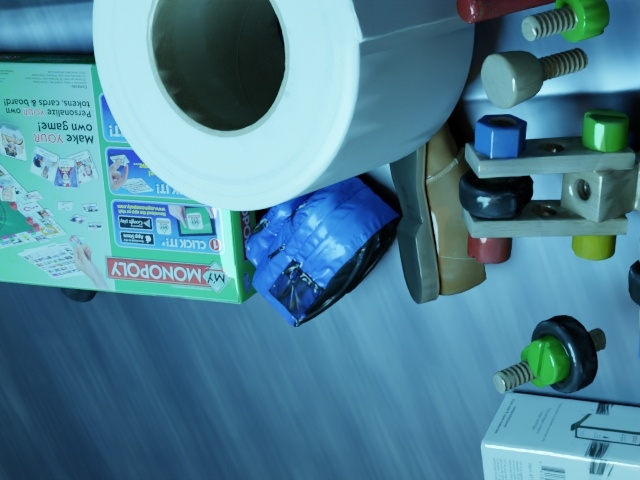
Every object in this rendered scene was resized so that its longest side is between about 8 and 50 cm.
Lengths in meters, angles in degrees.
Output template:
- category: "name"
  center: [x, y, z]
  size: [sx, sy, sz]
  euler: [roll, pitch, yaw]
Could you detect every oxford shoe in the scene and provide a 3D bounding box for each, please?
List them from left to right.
- category: "oxford shoe"
  center: [0.100, -0.057, 1.347]
  size: [0.076, 0.076, 0.212]
  euler: [-11, 109, -11]

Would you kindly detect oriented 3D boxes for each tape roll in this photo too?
- category: "tape roll"
  center: [-0.028, -0.158, 1.238]
  size: [0.246, 0.169, 0.246]
  euler: [11, 109, 33]

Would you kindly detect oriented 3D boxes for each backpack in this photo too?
- category: "backpack"
  center: [0.000, 0.000, 1.403]
  size: [0.101, 0.098, 0.120]
  euler: [44, 129, 1]

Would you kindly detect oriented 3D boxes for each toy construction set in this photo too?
- category: "toy construction set"
  center: [0.248, -0.062, 1.212]
  size: [0.257, 0.237, 0.309]
  euler: [-8, 99, 63]

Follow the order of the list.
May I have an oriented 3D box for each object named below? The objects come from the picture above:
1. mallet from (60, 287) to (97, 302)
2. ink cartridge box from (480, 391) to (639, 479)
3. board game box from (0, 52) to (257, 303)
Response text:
- category: "mallet"
  center: [-0.288, -0.006, 1.589]
  size: [0.190, 0.039, 0.062]
  euler: [28, 124, 15]
- category: "ink cartridge box"
  center: [0.252, 0.223, 1.415]
  size: [0.203, 0.086, 0.148]
  euler: [5, 122, 23]
- category: "board game box"
  center: [-0.210, -0.061, 1.481]
  size: [0.317, 0.046, 0.213]
  euler: [4, 110, 25]
